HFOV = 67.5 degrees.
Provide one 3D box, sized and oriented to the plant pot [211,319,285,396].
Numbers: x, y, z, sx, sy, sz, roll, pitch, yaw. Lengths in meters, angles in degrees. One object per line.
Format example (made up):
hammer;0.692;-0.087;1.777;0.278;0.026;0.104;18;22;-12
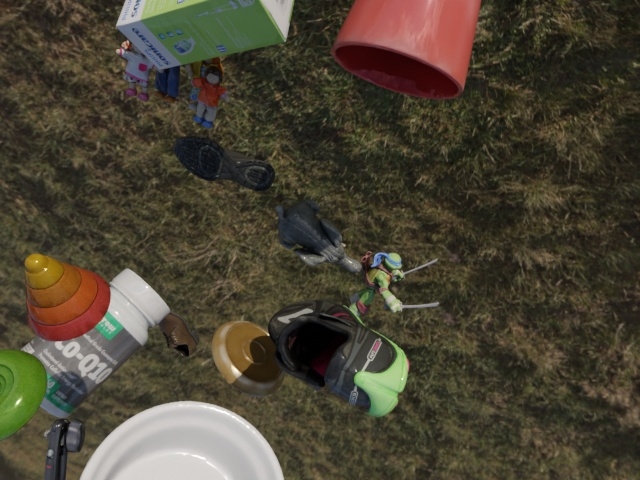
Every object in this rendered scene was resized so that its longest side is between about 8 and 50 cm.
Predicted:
plant pot;-0.188;0.313;1.319;0.236;0.236;0.032;39;119;-7

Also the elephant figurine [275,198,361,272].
elephant figurine;0.000;0.000;1.354;0.239;0.186;0.169;41;137;20

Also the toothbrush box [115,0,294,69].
toothbrush box;-0.192;-0.444;0.851;0.283;0.206;0.122;-2;157;23

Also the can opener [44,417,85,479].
can opener;-0.559;0.469;1.019;0.073;0.059;0.186;13;90;22

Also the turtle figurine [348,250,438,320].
turtle figurine;0.213;0.171;1.487;0.275;0.197;0.266;17;132;-31

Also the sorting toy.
sorting toy;-0.418;0.152;0.600;0.127;0.365;0.126;17;144;12

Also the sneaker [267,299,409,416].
sneaker;-0.008;0.207;1.030;0.202;0.185;0.483;30;169;-25

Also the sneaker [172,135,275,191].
sneaker;-0.275;-0.213;1.338;0.286;0.130;0.109;20;97;-30

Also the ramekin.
ramekin;-0.197;0.384;0.668;0.277;0.277;0.135;30;129;0

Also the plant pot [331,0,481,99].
plant pot;0.183;-0.436;0.922;0.275;0.275;0.243;19;96;8

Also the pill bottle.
pill bottle;-0.587;0.255;1.245;0.204;0.361;0.204;34;154;19

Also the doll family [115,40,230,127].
doll family;-0.315;-0.387;1.086;0.263;0.118;0.163;21;128;-5

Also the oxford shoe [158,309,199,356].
oxford shoe;-0.503;0.317;1.646;0.083;0.096;0.227;-20;123;24
